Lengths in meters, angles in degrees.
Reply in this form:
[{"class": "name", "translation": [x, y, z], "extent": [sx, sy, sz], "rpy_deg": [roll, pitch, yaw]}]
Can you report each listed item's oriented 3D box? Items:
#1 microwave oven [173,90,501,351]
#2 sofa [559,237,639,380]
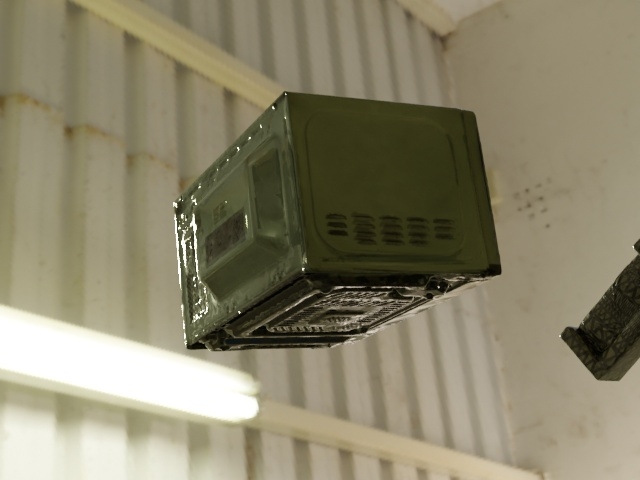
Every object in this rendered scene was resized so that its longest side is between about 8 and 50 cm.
[{"class": "microwave oven", "translation": [0.000, 0.000, 0.732], "extent": [0.162, 0.208, 0.122], "rpy_deg": [1, -108, -27]}, {"class": "sofa", "translation": [0.263, 0.059, 0.915], "extent": [0.039, 0.118, 0.060], "rpy_deg": [11, -147, -42]}]
